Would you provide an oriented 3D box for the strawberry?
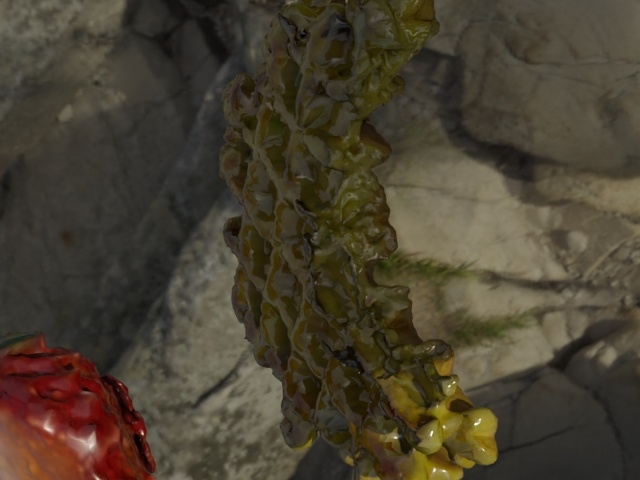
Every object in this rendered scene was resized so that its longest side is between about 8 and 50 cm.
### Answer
[{"bbox_3d":[-0.151,0.155,0.643,0.190,0.111,0.236,-14,107,32],"label":"strawberry"}]

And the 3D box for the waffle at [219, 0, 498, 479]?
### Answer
[{"bbox_3d":[0.000,0.000,0.631,0.260,0.069,0.293,-8,90,65],"label":"waffle"}]
